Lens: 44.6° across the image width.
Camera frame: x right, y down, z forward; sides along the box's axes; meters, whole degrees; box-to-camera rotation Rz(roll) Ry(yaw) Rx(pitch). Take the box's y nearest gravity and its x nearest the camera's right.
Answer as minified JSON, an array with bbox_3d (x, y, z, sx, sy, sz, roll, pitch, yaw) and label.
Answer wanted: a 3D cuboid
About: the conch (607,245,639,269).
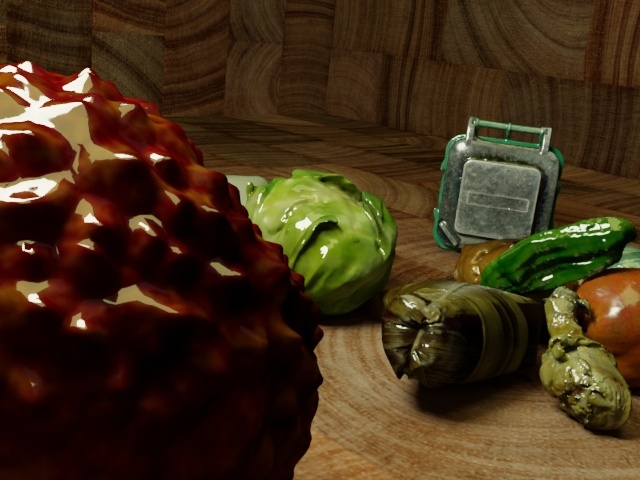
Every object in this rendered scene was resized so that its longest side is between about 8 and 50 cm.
[{"bbox_3d":[0.553,0.077,1.424,0.176,0.121,0.188,-12,2,29],"label":"conch"}]

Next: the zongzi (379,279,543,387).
[{"bbox_3d":[0.127,0.110,1.100,0.288,0.134,0.286,17,6,42],"label":"zongzi"}]

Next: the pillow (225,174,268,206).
[{"bbox_3d":[-0.248,-0.046,1.497,0.323,0.119,0.255,2,38,-11],"label":"pillow"}]

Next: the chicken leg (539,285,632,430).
[{"bbox_3d":[0.336,0.149,1.036,0.103,0.088,0.227,-1,50,-12],"label":"chicken leg"}]

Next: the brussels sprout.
[{"bbox_3d":[0.001,0.003,1.305,0.260,0.227,0.294,31,17,25],"label":"brussels sprout"}]

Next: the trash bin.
[{"bbox_3d":[0.411,-0.130,1.826,0.259,0.295,0.381,9,10,9],"label":"trash bin"}]

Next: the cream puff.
[{"bbox_3d":[0.353,0.068,1.321,0.241,0.154,0.269,-6,2,-6],"label":"cream puff"}]

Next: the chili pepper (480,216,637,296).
[{"bbox_3d":[0.333,0.034,1.144,0.257,0.100,0.074,-25,21,34],"label":"chili pepper"}]

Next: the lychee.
[{"bbox_3d":[-0.238,0.061,0.616,0.500,0.424,0.424,26,15,-6],"label":"lychee"}]

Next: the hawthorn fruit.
[{"bbox_3d":[0.450,0.124,1.135,0.189,0.189,0.189,5,16,-2],"label":"hawthorn fruit"}]
